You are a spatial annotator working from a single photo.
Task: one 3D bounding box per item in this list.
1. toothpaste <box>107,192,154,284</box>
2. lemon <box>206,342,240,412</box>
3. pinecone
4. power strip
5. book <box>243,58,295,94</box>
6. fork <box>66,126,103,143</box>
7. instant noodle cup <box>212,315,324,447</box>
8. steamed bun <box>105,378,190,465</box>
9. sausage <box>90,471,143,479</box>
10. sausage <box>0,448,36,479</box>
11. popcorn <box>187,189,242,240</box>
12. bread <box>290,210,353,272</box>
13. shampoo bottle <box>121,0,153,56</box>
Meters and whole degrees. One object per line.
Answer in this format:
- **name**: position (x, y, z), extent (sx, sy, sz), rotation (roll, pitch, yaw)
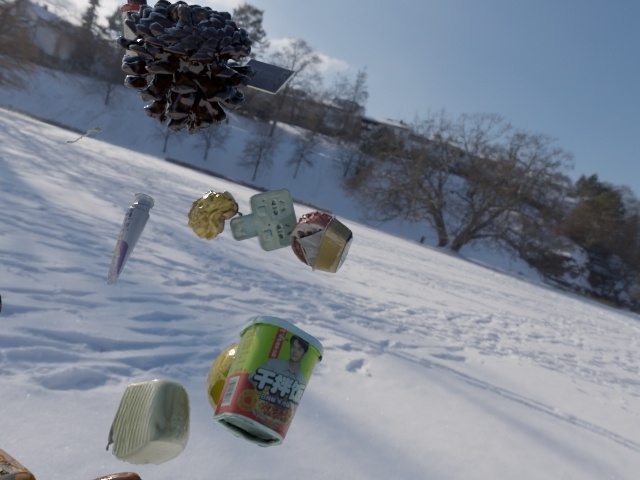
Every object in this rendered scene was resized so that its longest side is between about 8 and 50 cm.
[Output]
- **toothpaste**: position (-0.607, -0.005, 1.383), extent (0.073, 0.300, 0.113), rotation (29, -26, -35)
- **lemon**: position (-0.313, 0.591, 1.837), extent (0.347, 0.349, 0.348), rotation (17, 6, -2)
- **pinecone**: position (-0.395, -0.504, 1.311), extent (0.397, 0.398, 0.398), rotation (17, 6, -2)
- **power strip**: position (-0.231, -0.072, 1.751), extent (0.260, 0.230, 0.141), rotation (-14, 7, -13)
- **book**: position (-0.191, -0.545, 1.453), extent (0.181, 0.127, 0.014), rotation (23, -29, 19)
- **fork**: position (-0.999, -0.444, 1.845), extent (0.219, 0.034, 0.029), rotation (-8, -48, 28)
- **instant noodle cup**: position (-0.170, 0.438, 1.347), extent (0.293, 0.308, 0.294), rotation (14, -38, 11)
- **steamed bun**: position (-0.597, 0.685, 1.656), extent (0.273, 0.291, 0.272), rotation (-21, -33, 23)
- **sausage**: position (-0.473, 0.538, 0.942), extent (0.183, 0.062, 0.054), rotation (-8, 54, -12)
- **sausage**: position (-0.827, 0.594, 1.085), extent (0.353, 0.134, 0.116), rotation (2, -30, 35)
- **popcorn**: position (-0.400, -0.105, 1.610), extent (0.140, 0.194, 0.163), rotation (39, 8, -45)
- **bread**: position (0.000, 0.000, 1.574), extent (0.211, 0.225, 0.142), rotation (27, 39, 12)
- **shampoo bottle**: position (-0.588, -0.695, 1.427), extent (0.104, 0.279, 0.104), rotation (-2, 10, 0)
